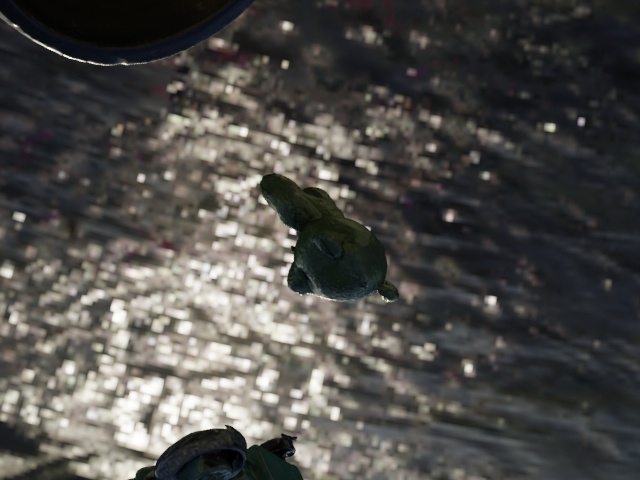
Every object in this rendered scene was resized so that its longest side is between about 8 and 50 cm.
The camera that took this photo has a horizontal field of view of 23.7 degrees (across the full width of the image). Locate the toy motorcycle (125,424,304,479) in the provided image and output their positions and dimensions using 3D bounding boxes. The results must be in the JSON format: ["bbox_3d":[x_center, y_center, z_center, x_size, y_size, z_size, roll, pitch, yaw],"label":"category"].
[{"bbox_3d":[-0.100,0.263,1.402,0.198,0.109,0.296,-34,148,11],"label":"toy motorcycle"}]

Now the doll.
[{"bbox_3d":[0.000,0.000,1.204,0.115,0.150,0.077,33,104,-35],"label":"doll"}]

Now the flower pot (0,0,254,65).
[{"bbox_3d":[-0.224,-0.399,1.627,0.379,0.379,0.251,38,-174,-42],"label":"flower pot"}]
